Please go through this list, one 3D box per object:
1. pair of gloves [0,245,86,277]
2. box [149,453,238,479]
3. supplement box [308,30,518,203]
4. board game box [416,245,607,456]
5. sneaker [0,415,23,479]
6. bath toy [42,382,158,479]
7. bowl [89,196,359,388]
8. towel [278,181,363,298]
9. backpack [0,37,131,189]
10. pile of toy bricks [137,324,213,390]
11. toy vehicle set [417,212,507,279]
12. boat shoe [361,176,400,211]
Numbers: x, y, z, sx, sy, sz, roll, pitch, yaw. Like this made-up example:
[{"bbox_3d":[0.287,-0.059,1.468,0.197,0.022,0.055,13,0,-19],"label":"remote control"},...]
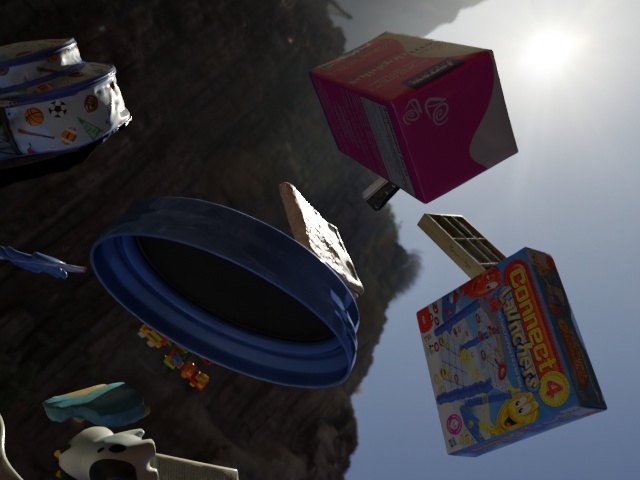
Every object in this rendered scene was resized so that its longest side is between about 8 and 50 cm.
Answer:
[{"bbox_3d":[-0.531,0.043,1.183,0.198,0.159,0.023,-5,-109,49],"label":"pair of gloves"},{"bbox_3d":[-0.308,0.592,1.439,0.127,0.232,0.149,-43,-141,27],"label":"box"},{"bbox_3d":[0.088,-0.138,0.671,0.111,0.114,0.220,-29,-150,-9],"label":"supplement box"},{"bbox_3d":[0.343,0.218,1.220,0.302,0.086,0.309,-40,-133,40],"label":"board game box"},{"bbox_3d":[-0.454,0.326,0.823,0.104,0.147,0.295,-4,-148,-47],"label":"sneaker"},{"bbox_3d":[-0.297,0.383,0.885,0.128,0.349,0.151,-9,-177,-34],"label":"bath toy"},{"bbox_3d":[-0.127,0.082,0.897,0.391,0.391,0.077,-12,-136,46],"label":"bowl"},{"bbox_3d":[0.000,0.000,2.034,0.053,0.317,0.332,-36,-136,14],"label":"towel"},{"bbox_3d":[-0.477,-0.240,1.108,0.263,0.213,0.277,0,-147,4],"label":"backpack"},{"bbox_3d":[-0.304,0.241,1.478,0.105,0.212,0.118,-22,-155,40],"label":"pile of toy bricks"},{"bbox_3d":[0.356,0.037,1.438,0.267,0.165,0.035,49,-59,30],"label":"toy vehicle set"},{"bbox_3d":[0.209,-0.155,1.626,0.228,0.076,0.080,-37,172,19],"label":"boat shoe"}]
